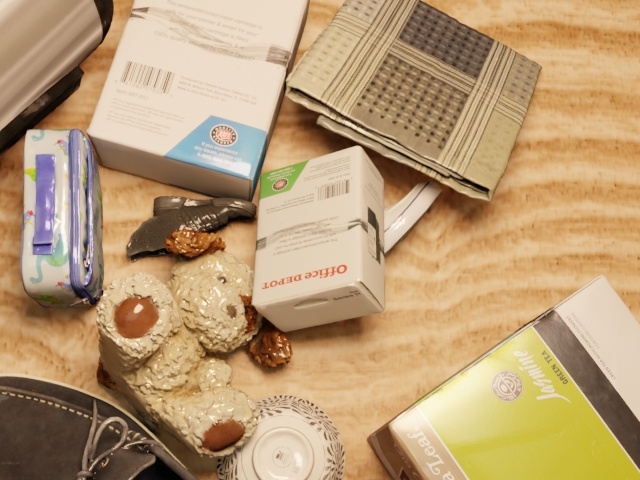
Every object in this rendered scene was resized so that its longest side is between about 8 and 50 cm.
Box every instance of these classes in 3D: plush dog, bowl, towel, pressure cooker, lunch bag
[{"bbox_3d":[-0.163,0.113,1.206,0.225,0.211,0.262,-43,110,-28],"label":"plush dog"},{"bbox_3d":[-0.049,0.277,1.197,0.170,0.080,0.170,1,75,-3],"label":"bowl"},{"bbox_3d":[0.134,-0.216,1.309,0.312,0.056,0.324,29,48,1],"label":"towel"},{"bbox_3d":[-0.518,-0.262,1.160,0.376,0.370,0.420,36,70,12],"label":"pressure cooker"},{"bbox_3d":[-0.329,-0.026,1.209,0.090,0.176,0.218,-3,74,-5],"label":"lunch bag"}]

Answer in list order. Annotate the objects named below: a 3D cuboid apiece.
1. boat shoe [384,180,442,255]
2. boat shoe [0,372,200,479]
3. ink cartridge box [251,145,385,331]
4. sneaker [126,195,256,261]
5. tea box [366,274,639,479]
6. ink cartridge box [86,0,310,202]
[{"bbox_3d":[0.068,-0.012,1.282,0.076,0.083,0.226,43,77,7],"label":"boat shoe"},{"bbox_3d":[-0.249,0.303,1.120,0.500,0.156,0.186,30,72,14],"label":"boat shoe"},{"bbox_3d":[0.000,0.000,1.215,0.153,0.087,0.208,-13,54,23],"label":"ink cartridge box"},{"bbox_3d":[-0.174,-0.012,1.284,0.170,0.051,0.089,3,75,1],"label":"sneaker"},{"bbox_3d":[0.285,0.279,1.148,0.324,0.220,0.329,-31,79,-13],"label":"tea box"},{"bbox_3d":[-0.158,-0.231,1.302,0.223,0.129,0.307,15,74,0],"label":"ink cartridge box"}]
